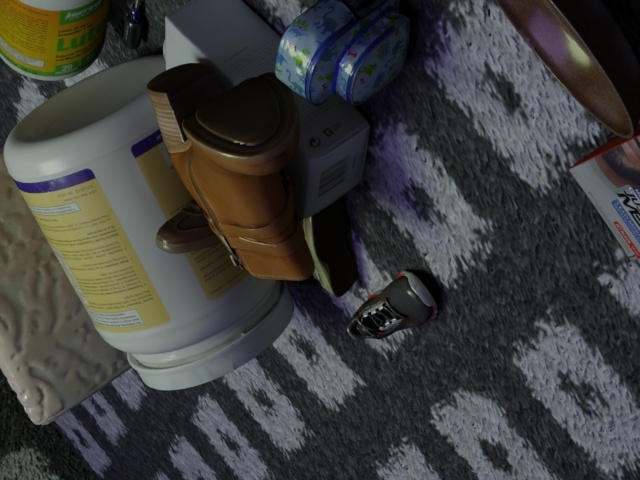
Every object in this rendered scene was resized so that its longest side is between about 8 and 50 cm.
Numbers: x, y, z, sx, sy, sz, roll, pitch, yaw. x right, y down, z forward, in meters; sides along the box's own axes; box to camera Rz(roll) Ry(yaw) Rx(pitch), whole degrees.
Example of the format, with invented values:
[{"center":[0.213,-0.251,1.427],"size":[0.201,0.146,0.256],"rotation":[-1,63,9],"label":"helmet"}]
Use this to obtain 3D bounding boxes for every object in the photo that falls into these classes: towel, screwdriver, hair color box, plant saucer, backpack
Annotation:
[{"center":[-0.300,0.012,2.063],"size":[0.053,0.317,0.331],"rotation":[12,132,56],"label":"towel"},{"center":[-0.207,-0.275,1.880],"size":[0.170,0.024,0.025],"rotation":[106,153,-53],"label":"screwdriver"},{"center":[0.270,-0.049,1.265],"size":[0.093,0.053,0.167],"rotation":[55,155,-2],"label":"hair color box"},{"center":[0.180,-0.163,1.232],"size":[0.198,0.036,0.198],"rotation":[52,180,0],"label":"plant saucer"},{"center":[0.021,-0.172,1.477],"size":[0.084,0.114,0.105],"rotation":[44,153,21],"label":"backpack"}]

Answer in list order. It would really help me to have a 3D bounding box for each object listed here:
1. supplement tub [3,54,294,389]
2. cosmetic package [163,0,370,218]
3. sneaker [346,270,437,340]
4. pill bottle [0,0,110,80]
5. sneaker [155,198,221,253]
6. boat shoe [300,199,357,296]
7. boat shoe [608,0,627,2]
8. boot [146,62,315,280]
[{"center":[-0.188,-0.020,1.908],"size":[0.241,0.241,0.331],"rotation":[12,133,56],"label":"supplement tub"},{"center":[-0.058,-0.143,1.703],"size":[0.231,0.085,0.117],"rotation":[47,155,20],"label":"cosmetic package"},{"center":[0.073,0.082,1.782],"size":[0.061,0.065,0.158],"rotation":[53,156,3],"label":"sneaker"},{"center":[-0.302,-0.296,1.875],"size":[0.136,0.136,0.245],"rotation":[49,156,12],"label":"pill bottle"},{"center":[-0.100,-0.050,1.772],"size":[0.066,0.188,0.071],"rotation":[20,130,51],"label":"sneaker"},{"center":[0.001,-0.001,1.819],"size":[0.048,0.056,0.153],"rotation":[30,154,34],"label":"boat shoe"},{"center":[0.195,-0.255,1.077],"size":[0.103,0.092,0.285],"rotation":[41,154,21],"label":"boat shoe"},{"center":[-0.065,-0.046,1.597],"size":[0.283,0.109,0.220],"rotation":[20,139,58],"label":"boot"}]
